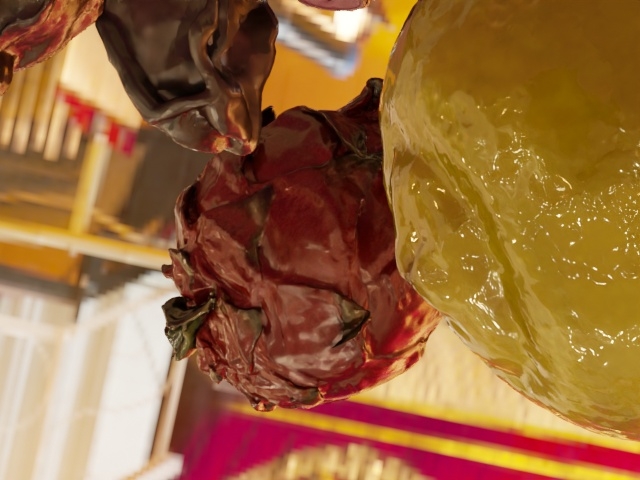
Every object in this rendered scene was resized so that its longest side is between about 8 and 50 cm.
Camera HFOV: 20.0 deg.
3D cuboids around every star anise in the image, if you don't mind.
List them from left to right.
[{"bbox_3d":[-0.082,-0.128,0.689,0.220,0.214,0.099,-31,163,11],"label":"star anise"}]

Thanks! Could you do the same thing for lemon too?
[{"bbox_3d":[0.202,-0.055,1.027,0.348,0.348,0.348,11,174,1],"label":"lemon"}]

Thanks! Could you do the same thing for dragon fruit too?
[{"bbox_3d":[0.000,0.000,1.503,0.244,0.299,0.244,27,175,3],"label":"dragon fruit"}]

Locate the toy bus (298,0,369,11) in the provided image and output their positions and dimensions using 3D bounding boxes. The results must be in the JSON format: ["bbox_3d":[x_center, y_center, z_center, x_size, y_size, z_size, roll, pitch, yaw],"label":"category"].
[{"bbox_3d":[0.022,-0.281,1.418,0.063,0.203,0.090,8,-173,6],"label":"toy bus"}]
